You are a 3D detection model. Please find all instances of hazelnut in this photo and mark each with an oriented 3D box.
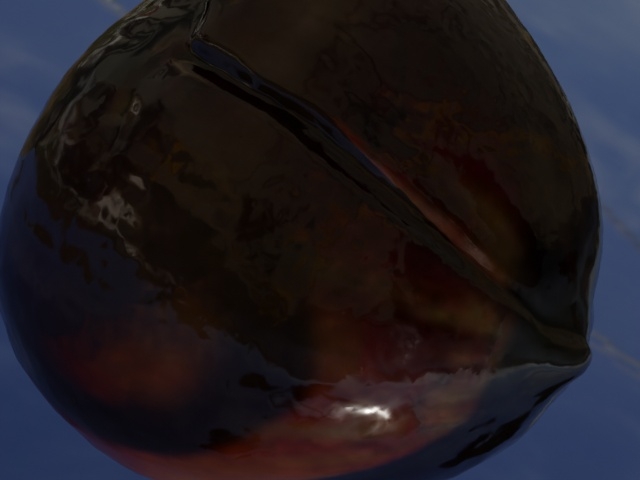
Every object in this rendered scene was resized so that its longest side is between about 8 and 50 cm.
[{"bbox_3d":[0.000,0.000,0.605,0.229,0.229,0.229,21,-156,-10],"label":"hazelnut"}]
